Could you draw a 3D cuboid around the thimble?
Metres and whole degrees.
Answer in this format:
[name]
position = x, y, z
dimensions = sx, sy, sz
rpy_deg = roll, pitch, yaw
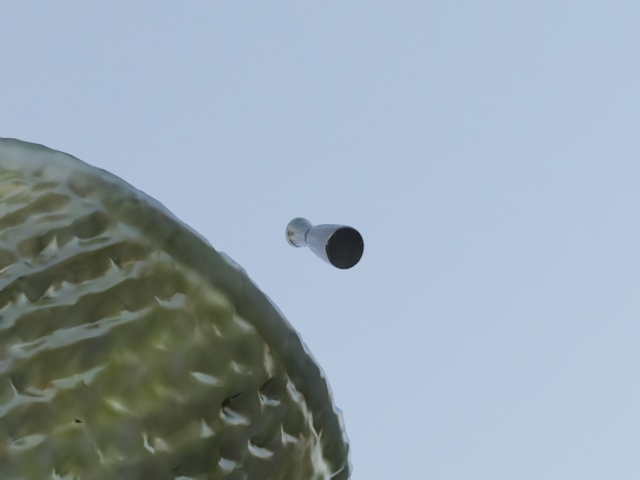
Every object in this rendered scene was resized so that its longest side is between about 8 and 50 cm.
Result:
[thimble]
position = -0.131, 0.096, 0.818
dimensions = 0.150, 0.271, 0.270
rpy_deg = -55, -31, -35

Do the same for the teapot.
[teapot]
position = 0.000, 0.000, 1.901
dimensions = 0.043, 0.111, 0.042
rpy_deg = -4, -81, -27
